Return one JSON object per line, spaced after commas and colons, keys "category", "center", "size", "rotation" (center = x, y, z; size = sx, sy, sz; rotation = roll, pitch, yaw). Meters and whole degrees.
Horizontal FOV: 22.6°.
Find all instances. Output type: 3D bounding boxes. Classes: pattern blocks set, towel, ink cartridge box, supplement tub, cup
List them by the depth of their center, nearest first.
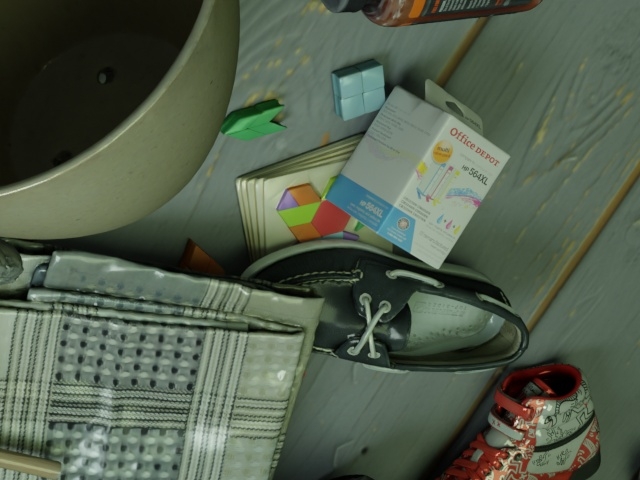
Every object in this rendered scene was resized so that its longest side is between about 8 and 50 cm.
{"category": "cup", "center": [-0.196, -0.132, 1.182], "size": [0.331, 0.331, 0.237], "rotation": [-40, 153, -4]}
{"category": "supplement tub", "center": [0.096, -0.240, 1.382], "size": [0.198, 0.106, 0.106], "rotation": [-10, 121, -25]}
{"category": "towel", "center": [-0.177, 0.163, 1.435], "size": [0.312, 0.056, 0.324], "rotation": [9, 112, -12]}
{"category": "ink cartridge box", "center": [0.093, -0.066, 1.458], "size": [0.092, 0.090, 0.143], "rotation": [29, 94, -39]}
{"category": "pattern blocks set", "center": [0.000, 0.000, 1.513], "size": [0.285, 0.026, 0.324], "rotation": [-28, 126, -13]}

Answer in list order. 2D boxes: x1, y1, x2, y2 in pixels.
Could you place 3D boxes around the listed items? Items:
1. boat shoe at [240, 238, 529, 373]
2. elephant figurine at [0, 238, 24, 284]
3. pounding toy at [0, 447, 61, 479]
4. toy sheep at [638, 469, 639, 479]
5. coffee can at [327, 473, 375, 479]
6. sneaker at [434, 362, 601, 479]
{"category": "boat shoe", "center": [0.064, 0.069, 1.510], "size": [0.303, 0.091, 0.114], "rotation": [0, 117, -29]}
{"category": "elephant figurine", "center": [-0.354, 0.087, 1.269], "size": [0.169, 0.186, 0.239], "rotation": [21, 96, -50]}
{"category": "pounding toy", "center": [-0.351, 0.274, 1.378], "size": [0.183, 0.110, 0.237], "rotation": [26, 111, -18]}
{"category": "toy sheep", "center": [0.413, 0.288, 1.865], "size": [0.091, 0.091, 0.132], "rotation": [-43, 137, -2]}
{"category": "coffee can", "center": [0.052, 0.403, 1.599], "size": [0.201, 0.201, 0.275], "rotation": [-37, 105, -6]}
{"category": "sneaker", "center": [0.179, 0.227, 1.702], "size": [0.270, 0.090, 0.145], "rotation": [-24, 125, -20]}
